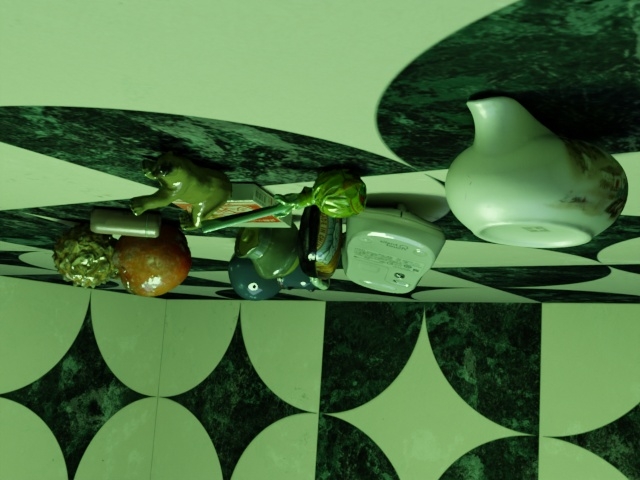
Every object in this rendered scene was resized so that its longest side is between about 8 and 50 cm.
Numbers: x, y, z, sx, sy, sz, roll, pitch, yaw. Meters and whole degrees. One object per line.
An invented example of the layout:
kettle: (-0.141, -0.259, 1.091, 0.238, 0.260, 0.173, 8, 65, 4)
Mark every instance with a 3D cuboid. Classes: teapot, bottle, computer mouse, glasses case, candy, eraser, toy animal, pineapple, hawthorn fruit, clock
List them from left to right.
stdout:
pineapple: (-0.543, 0.035, 1.894, 0.166, 0.166, 0.193, 6, 180, -17)
bottle: (-0.402, -0.036, 1.672, 0.140, 0.053, 0.053, 5, 171, -7)
hawthorn fruit: (-0.368, 0.037, 1.793, 0.173, 0.173, 0.173, 4, 171, 1)
toy animal: (-0.204, -0.085, 1.209, 0.101, 0.103, 0.218, -17, 162, 23)
eraser: (-0.157, -0.062, 1.461, 0.157, 0.038, 0.230, 1, 170, 15)
teapot: (-0.111, 0.002, 1.646, 0.119, 0.130, 0.166, 27, -168, -32)
clock: (-0.106, 0.069, 1.967, 0.243, 0.147, 0.199, -6, 174, 11)
candy: (-0.058, -0.053, 1.233, 0.262, 0.073, 0.077, -13, 152, 8)
glasses case: (0.000, 0.000, 1.513, 0.082, 0.122, 0.321, 4, 171, 1)
computer mouse: (0.133, 0.001, 1.493, 0.184, 0.121, 0.297, 15, 156, 7)
teapot: (0.255, -0.067, 0.950, 0.204, 0.139, 0.298, -5, 166, 35)

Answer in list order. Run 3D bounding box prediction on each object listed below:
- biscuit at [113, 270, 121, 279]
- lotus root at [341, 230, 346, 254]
biscuit: (-0.480, 0.065, 2.238, 0.213, 0.091, 0.274, 5, 173, -26)
lotus root: (0.114, 0.011, 1.656, 0.165, 0.088, 0.088, 1, 171, 5)
